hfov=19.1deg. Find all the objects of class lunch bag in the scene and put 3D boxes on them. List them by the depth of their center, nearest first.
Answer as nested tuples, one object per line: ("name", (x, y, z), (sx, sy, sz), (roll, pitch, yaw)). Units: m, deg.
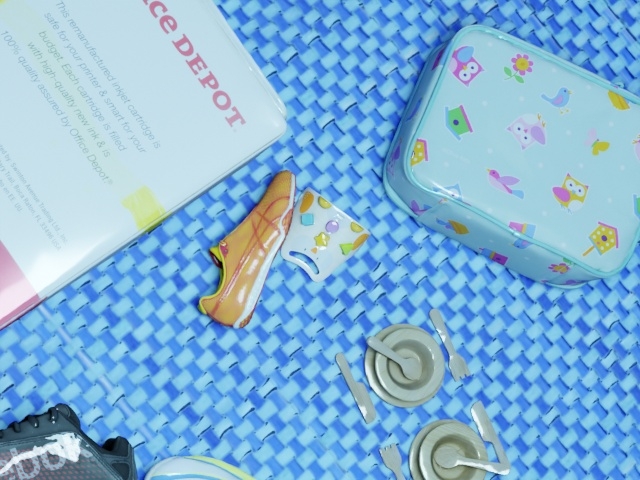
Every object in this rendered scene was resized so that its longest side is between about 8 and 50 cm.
("lunch bag", (0.221, -0.089, 1.998), (0.279, 0.108, 0.224), (25, 70, -12))

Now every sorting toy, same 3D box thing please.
("sorting toy", (0.000, 0.000, 1.953), (0.083, 0.045, 0.075), (36, 90, -7))

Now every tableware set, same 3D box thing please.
("tableware set", (0.113, 0.175, 1.947), (0.128, 0.039, 0.194), (-24, 87, -20))

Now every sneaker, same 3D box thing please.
("sneaker", (-0.291, 0.212, 1.779), (0.276, 0.097, 0.135), (13, 73, -22))
("sneaker", (-0.051, 0.270, 1.831), (0.240, 0.126, 0.091), (25, 73, -11))
("sneaker", (-0.071, 0.001, 1.915), (0.067, 0.064, 0.175), (24, 70, -1))

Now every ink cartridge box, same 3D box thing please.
("ink cartridge box", (-0.267, -0.104, 1.821), (0.384, 0.160, 0.279), (-35, 91, -20))
